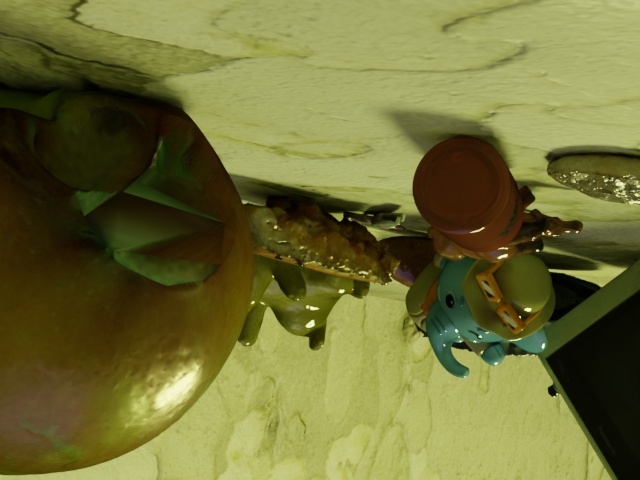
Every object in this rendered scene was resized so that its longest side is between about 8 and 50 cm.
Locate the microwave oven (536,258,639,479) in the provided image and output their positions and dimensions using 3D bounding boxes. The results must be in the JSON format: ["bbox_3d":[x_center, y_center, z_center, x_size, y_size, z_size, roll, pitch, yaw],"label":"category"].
[{"bbox_3d":[0.509,0.256,1.639,0.247,0.394,0.333,-44,145,25],"label":"microwave oven"}]

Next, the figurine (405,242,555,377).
[{"bbox_3d":[0.213,0.084,1.646,0.154,0.180,0.262,-8,160,-22],"label":"figurine"}]

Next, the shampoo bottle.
[{"bbox_3d":[0.142,-0.033,1.095,0.085,0.085,0.244,7,177,16],"label":"shampoo bottle"}]

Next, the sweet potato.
[{"bbox_3d":[0.180,0.037,1.809,0.252,0.097,0.097,16,172,-26],"label":"sweet potato"}]

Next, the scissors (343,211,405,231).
[{"bbox_3d":[0.083,-0.025,1.577,0.085,0.022,0.176,16,177,-10],"label":"scissors"}]

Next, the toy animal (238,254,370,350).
[{"bbox_3d":[-0.108,0.064,1.951,0.363,0.180,0.181,5,141,-35],"label":"toy animal"}]

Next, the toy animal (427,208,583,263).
[{"bbox_3d":[0.207,-0.009,1.330,0.224,0.066,0.230,1,176,33],"label":"toy animal"}]

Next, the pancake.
[{"bbox_3d":[0.258,-0.050,1.031,0.139,0.022,0.139,8,174,1],"label":"pancake"}]

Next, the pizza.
[{"bbox_3d":[0.000,0.000,1.590,0.226,0.086,0.335,13,177,17],"label":"pizza"}]

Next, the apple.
[{"bbox_3d":[-0.247,0.009,1.050,0.384,0.374,0.374,48,170,-4],"label":"apple"}]

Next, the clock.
[{"bbox_3d":[0.296,0.107,1.933,0.312,0.061,0.312,1,-166,0],"label":"clock"}]
